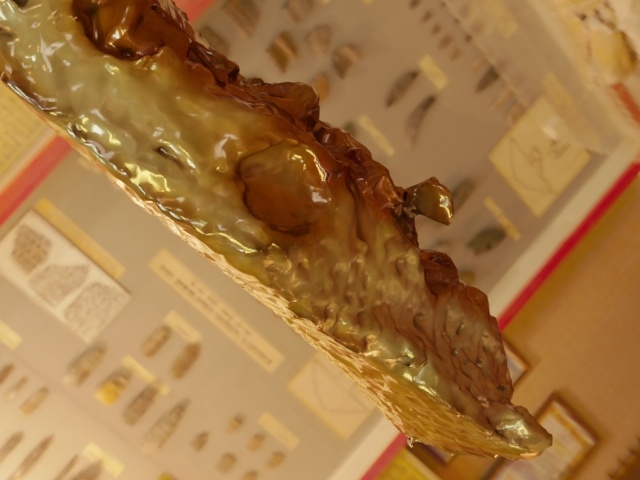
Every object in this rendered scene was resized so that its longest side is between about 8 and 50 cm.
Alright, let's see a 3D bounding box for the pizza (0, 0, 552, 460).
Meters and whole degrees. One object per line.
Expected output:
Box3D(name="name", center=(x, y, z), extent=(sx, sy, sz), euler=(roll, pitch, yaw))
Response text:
Box3D(name="pizza", center=(0.000, 0.000, 0.428), extent=(0.182, 0.074, 0.365), euler=(36, 172, 47))
